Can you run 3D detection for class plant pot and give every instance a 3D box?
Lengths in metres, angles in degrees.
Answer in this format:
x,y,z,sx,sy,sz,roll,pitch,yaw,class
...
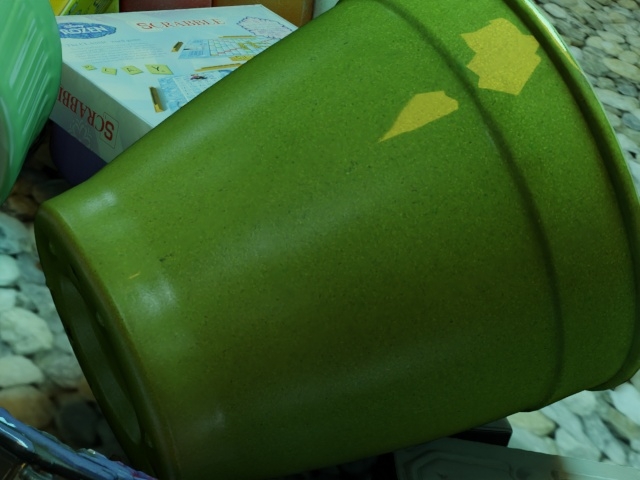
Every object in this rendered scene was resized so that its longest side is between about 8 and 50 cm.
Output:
x,y,z,sx,sy,sz,roll,pitch,yaw,class
-0.008,0.015,1.183,0.353,0.366,0.366,-24,43,-17,plant pot

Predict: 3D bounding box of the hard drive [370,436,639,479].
x,y,z,sx,sy,sz,roll,pitch,yaw,class
0.170,0.271,1.139,0.237,0.064,0.339,11,28,-11,hard drive

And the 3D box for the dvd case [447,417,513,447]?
x,y,z,sx,sy,sz,roll,pitch,yaw,class
0.027,0.112,1.384,0.239,0.029,0.179,7,29,-19,dvd case

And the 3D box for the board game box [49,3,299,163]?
x,y,z,sx,sy,sz,roll,pitch,yaw,class
-0.086,-0.130,1.512,0.319,0.066,0.318,-10,35,-41,board game box

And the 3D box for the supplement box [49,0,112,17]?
x,y,z,sx,sy,sz,roll,pitch,yaw,class
-0.373,-0.347,1.629,0.356,0.195,0.194,36,2,-2,supplement box

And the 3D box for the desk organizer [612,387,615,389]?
x,y,z,sx,sy,sz,roll,pitch,yaw,class
0.242,0.085,1.529,0.130,0.047,0.050,30,29,23,desk organizer

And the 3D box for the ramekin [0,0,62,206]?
x,y,z,sx,sy,sz,roll,pitch,yaw,class
-0.373,-0.126,1.322,0.303,0.303,0.148,12,36,-9,ramekin

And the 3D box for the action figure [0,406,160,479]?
x,y,z,sx,sy,sz,roll,pitch,yaw,class
-0.146,0.229,0.936,0.341,0.178,0.330,33,16,-23,action figure

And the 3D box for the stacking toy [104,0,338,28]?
x,y,z,sx,sy,sz,roll,pitch,yaw,class
-0.241,-0.333,1.833,0.480,0.350,0.350,-16,39,-19,stacking toy

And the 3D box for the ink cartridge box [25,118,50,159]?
x,y,z,sx,sy,sz,roll,pitch,yaw,class
-0.378,-0.133,1.584,0.206,0.045,0.208,18,26,1,ink cartridge box

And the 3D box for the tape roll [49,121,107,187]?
x,y,z,sx,sy,sz,roll,pitch,yaw,class
-0.133,-0.110,1.633,0.275,0.090,0.275,13,28,-7,tape roll
